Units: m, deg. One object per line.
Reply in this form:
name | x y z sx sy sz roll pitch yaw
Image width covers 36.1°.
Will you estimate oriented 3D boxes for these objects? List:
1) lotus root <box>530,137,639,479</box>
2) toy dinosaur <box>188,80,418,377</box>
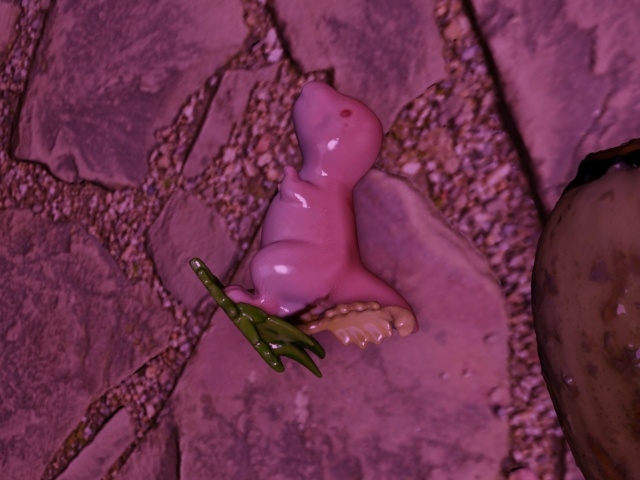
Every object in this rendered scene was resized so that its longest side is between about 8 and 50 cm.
lotus root | 0.220 0.088 0.530 0.173 0.173 0.309 -20 90 39
toy dinosaur | 0.001 0.002 0.731 0.177 0.152 0.194 -38 79 -5
